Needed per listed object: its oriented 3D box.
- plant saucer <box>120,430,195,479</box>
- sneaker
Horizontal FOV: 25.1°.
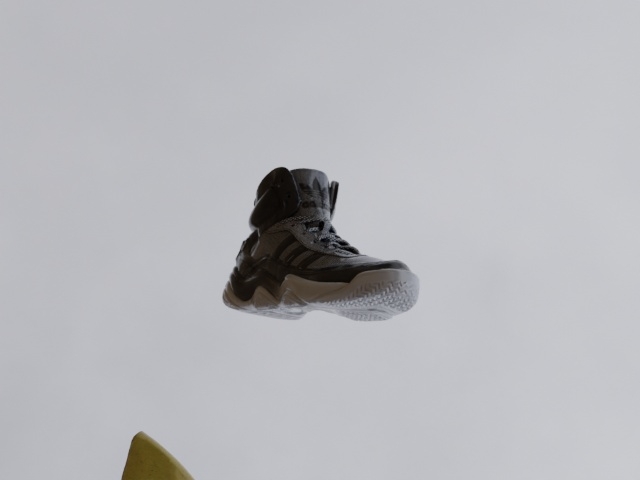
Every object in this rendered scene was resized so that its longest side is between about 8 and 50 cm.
[{"bbox_3d":[-0.153,0.422,1.479,0.081,0.333,0.333,0,-135,10],"label":"plant saucer"},{"bbox_3d":[0.000,0.000,1.447,0.268,0.101,0.153,-5,-105,51],"label":"sneaker"}]
